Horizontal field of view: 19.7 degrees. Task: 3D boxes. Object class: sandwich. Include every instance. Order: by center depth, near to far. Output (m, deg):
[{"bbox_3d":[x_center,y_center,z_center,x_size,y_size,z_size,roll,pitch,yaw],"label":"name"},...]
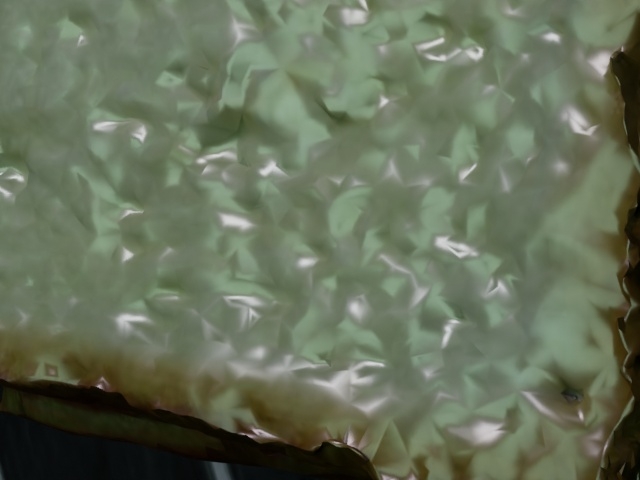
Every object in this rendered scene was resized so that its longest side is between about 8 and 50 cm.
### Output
[{"bbox_3d":[0.017,-0.092,0.529,0.262,0.131,0.325,7,92,36],"label":"sandwich"}]
